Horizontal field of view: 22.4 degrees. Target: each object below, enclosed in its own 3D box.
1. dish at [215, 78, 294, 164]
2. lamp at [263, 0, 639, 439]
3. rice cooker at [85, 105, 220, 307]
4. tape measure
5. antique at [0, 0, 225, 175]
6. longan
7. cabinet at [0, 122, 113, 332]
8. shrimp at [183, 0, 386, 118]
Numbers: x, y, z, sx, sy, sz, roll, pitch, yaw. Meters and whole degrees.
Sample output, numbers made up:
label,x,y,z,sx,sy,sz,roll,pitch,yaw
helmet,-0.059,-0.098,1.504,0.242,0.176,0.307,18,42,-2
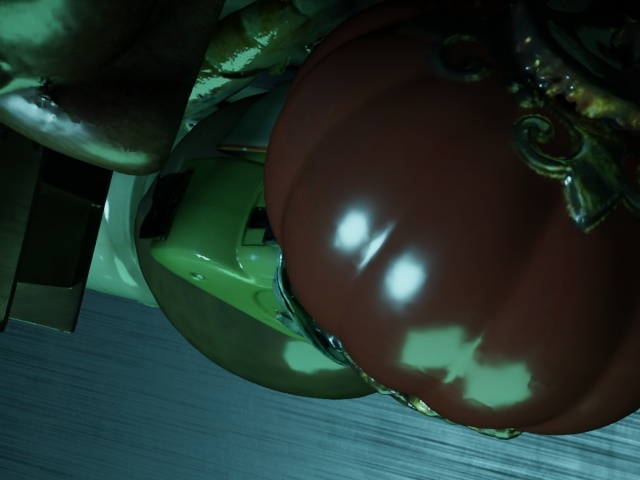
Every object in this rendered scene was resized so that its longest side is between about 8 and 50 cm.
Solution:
label,x,y,z,sx,sy,sz,roll,pitch,yaw
dish,0.068,-0.073,1.035,0.260,0.085,0.260,11,180,0
lamp,0.086,-0.021,0.735,0.227,0.227,0.227,12,179,0
rice cooker,-0.202,-0.051,1.611,0.244,0.226,0.226,7,176,35
tape measure,0.009,0.022,1.050,0.200,0.106,0.175,35,158,-35
antique,-0.112,-0.108,0.647,0.143,0.121,0.257,22,-177,-15
longan,0.000,0.000,1.290,0.300,0.243,0.300,9,-153,-4
cabinet,-0.204,-0.066,0.917,0.148,0.215,0.175,12,178,5
shrimp,-0.031,-0.088,0.841,0.195,0.035,0.148,-23,173,28
